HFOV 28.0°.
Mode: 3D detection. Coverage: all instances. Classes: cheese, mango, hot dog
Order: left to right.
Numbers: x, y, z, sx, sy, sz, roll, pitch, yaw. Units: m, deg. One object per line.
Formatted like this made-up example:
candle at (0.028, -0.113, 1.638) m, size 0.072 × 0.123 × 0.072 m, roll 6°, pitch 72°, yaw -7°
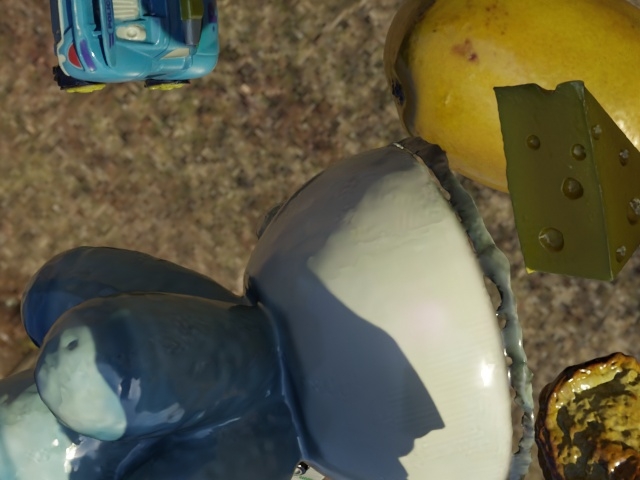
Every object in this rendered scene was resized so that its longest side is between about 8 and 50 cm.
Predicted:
mango at (0.301, -0.203, 1.675) m, size 0.446 × 0.300 × 0.232 m, roll 14°, pitch 178°, yaw -7°
cheese at (0.219, -0.069, 1.119) m, size 0.093 × 0.126 × 0.171 m, roll 5°, pitch 133°, yaw 46°
hot dog at (0.339, 0.250, 1.363) m, size 0.259 × 0.175 × 0.114 m, roll 58°, pitch 148°, yaw 34°

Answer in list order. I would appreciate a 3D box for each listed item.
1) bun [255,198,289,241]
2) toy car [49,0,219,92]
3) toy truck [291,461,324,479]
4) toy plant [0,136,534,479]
bun at (0.000, 0.000, 1.483) m, size 0.138 × 0.094 × 0.138 m, roll 42°, pitch -162°, yaw -17°
toy car at (-0.213, -0.287, 1.607) m, size 0.166 × 0.314 × 0.198 m, roll 1°, pitch 97°, yaw 32°
toy truck at (-0.106, 0.278, 1.810) m, size 0.243 × 0.101 × 0.125 m, roll 18°, pitch 143°, yaw -9°
toy plant at (-0.067, 0.088, 0.767) m, size 0.247 × 0.332 × 0.247 m, roll 163°, pitch 90°, yaw -79°
